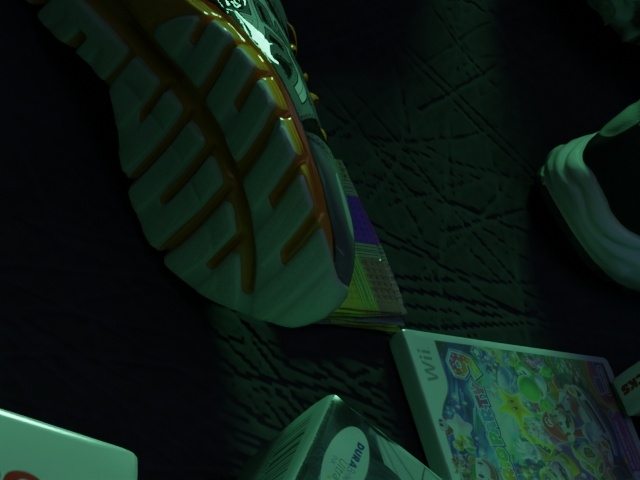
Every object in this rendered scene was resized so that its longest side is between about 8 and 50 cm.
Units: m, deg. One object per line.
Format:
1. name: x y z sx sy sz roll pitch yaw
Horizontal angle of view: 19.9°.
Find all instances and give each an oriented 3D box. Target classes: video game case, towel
1. video game case: 0.088 0.081 0.747 0.122 0.011 0.087 10 50 -38
2. towel: 0.000 0.000 0.739 0.060 0.009 0.083 5 53 -40

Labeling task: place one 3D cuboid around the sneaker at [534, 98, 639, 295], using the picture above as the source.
1. sneaker: 0.230 -0.031 0.908 0.271 0.108 0.100 -2 56 -46

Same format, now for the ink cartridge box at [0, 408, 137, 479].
1. ink cartridge box: -0.136 0.141 0.404 0.172 0.100 0.237 22 43 -29

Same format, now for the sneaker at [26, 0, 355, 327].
1. sneaker: -0.038 -0.063 0.703 0.083 0.084 0.215 -1 57 -50

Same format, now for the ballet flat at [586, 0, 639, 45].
1. ballet flat: 0.278 -0.186 1.083 0.409 0.147 0.147 -2 58 -45

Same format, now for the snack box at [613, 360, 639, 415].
1. snack box: 0.211 0.061 0.830 0.178 0.064 0.022 9 50 -44

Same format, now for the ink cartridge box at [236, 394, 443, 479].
1. ink cartridge box: 0.091 0.211 0.591 0.333 0.065 0.165 39 37 -11
